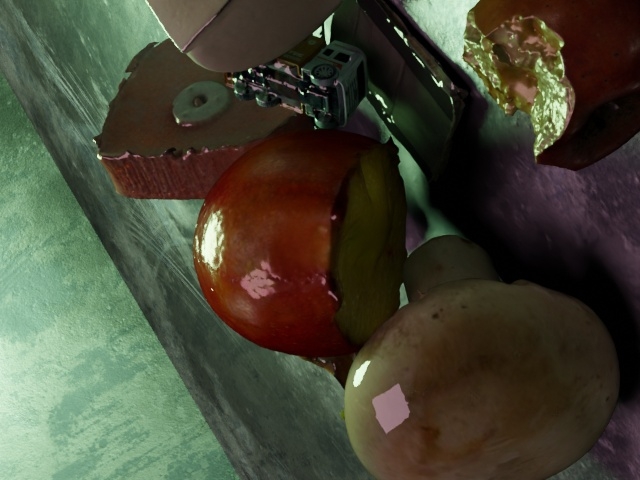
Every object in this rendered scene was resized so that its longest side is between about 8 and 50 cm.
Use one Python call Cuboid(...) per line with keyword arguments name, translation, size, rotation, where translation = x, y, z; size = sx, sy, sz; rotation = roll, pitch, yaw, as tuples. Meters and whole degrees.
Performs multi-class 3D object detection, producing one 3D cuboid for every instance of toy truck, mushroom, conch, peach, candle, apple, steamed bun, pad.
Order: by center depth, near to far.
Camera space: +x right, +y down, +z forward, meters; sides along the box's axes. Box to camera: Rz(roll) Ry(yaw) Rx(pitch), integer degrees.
Cuboid(name="apple", translation=(0.194, -0.151, 0.834), size=(0.156, 0.147, 0.158), rotation=(32, -155, -58))
Cuboid(name="mushroom", translation=(0.149, 0.117, 1.132), size=(0.292, 0.293, 0.290), rotation=(86, 170, -49))
Cuboid(name="steamed bun", translation=(-0.062, -0.300, 1.153), size=(0.241, 0.164, 0.146), rotation=(-45, 65, 27))
Cuboid(name="peach", translation=(0.000, 0.000, 1.190), size=(0.281, 0.281, 0.338), rotation=(63, 162, -7))
Cuboid(name="pad", translation=(0.080, -0.190, 1.222), size=(0.233, 0.022, 0.174), rotation=(53, 159, 23))
Cuboid(name="toy truck", translation=(-0.021, -0.210, 1.267), size=(0.178, 0.115, 0.080), rotation=(25, 143, 25))
Cuboid(name="candle", translation=(-0.167, -0.153, 1.490), size=(0.317, 0.287, 0.131), rotation=(37, 154, 41))
Cuboid(name="conch", translation=(0.025, 0.191, 1.788), size=(0.233, 0.080, 0.086), rotation=(40, 176, -11))

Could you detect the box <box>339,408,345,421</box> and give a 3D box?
Cuboid(name="box", translation=(0.153, 0.201, 1.276), size=(0.141, 0.220, 0.064), rotation=(54, 160, 14))
